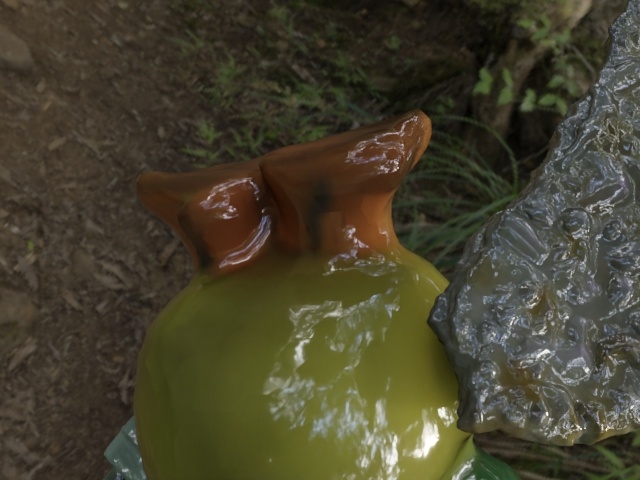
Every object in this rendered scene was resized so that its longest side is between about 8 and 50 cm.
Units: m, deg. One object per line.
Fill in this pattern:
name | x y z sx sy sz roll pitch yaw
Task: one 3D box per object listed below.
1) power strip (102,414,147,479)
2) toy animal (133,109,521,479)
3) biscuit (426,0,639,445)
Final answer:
power strip | -0.178 0.350 1.114 0.261 0.141 0.229 38 -7 22
toy animal | 0.002 0.113 0.466 0.191 0.216 0.338 -27 104 -54
biscuit | 0.162 -0.009 0.422 0.141 0.038 0.290 35 69 1
